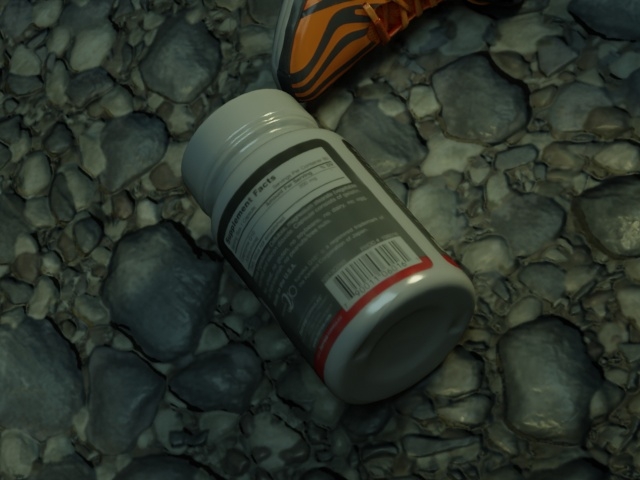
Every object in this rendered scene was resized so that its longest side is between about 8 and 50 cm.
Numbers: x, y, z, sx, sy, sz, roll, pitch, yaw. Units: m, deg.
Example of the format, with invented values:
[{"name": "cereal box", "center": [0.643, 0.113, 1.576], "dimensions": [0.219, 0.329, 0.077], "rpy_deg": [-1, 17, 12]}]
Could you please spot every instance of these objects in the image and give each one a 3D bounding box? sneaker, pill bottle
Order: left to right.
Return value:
[{"name": "pill bottle", "center": [0.000, 0.000, 1.651], "dimensions": [0.161, 0.161, 0.283], "rpy_deg": [-38, 59, -3]}, {"name": "sneaker", "center": [0.093, -0.254, 1.766], "dimensions": [0.180, 0.124, 0.321], "rpy_deg": [26, 75, 28]}]
